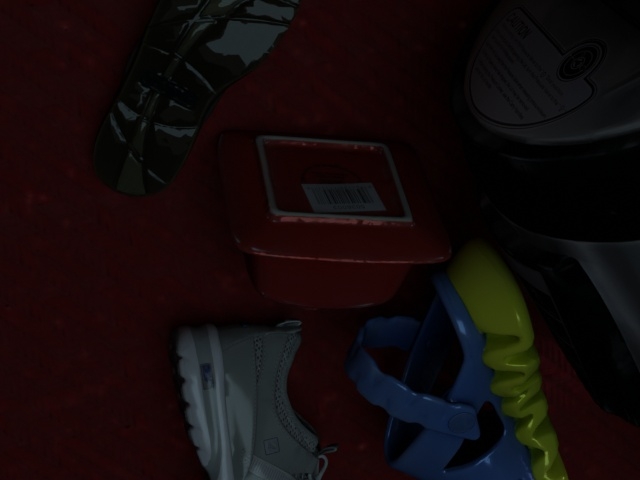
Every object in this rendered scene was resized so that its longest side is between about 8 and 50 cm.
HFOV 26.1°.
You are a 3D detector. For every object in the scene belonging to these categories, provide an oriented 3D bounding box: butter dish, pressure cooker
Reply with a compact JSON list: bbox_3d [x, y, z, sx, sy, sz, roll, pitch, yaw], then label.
[{"bbox_3d":[0.000,0.000,1.031,0.160,0.160,0.118,3,125,-13],"label":"butter dish"},{"bbox_3d":[0.294,-0.082,0.925,0.420,0.370,0.375,52,56,-29],"label":"pressure cooker"}]

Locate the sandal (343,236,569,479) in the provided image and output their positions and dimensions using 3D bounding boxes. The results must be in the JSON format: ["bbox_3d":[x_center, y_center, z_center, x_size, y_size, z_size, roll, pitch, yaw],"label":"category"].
[{"bbox_3d":[0.110,0.144,1.067,0.138,0.126,0.317,-20,121,0],"label":"sandal"}]

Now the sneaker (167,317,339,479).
[{"bbox_3d":[-0.035,0.193,1.073,0.115,0.105,0.281,-13,105,-9],"label":"sneaker"}]

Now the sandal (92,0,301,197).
[{"bbox_3d":[-0.093,-0.129,1.015,0.090,0.060,0.219,28,110,-11],"label":"sandal"}]
